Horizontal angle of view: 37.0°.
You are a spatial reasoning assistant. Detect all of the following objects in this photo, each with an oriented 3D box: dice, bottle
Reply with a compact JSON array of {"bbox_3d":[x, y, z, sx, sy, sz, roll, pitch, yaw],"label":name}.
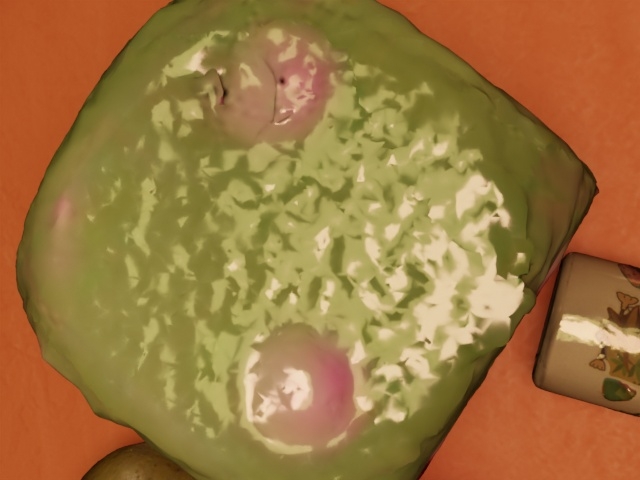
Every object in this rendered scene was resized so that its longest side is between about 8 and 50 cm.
[{"bbox_3d":[0.000,0.000,0.727,0.318,0.322,0.330,33,96,12],"label":"dice"},{"bbox_3d":[0.305,0.093,0.758,0.253,0.120,0.120,14,91,12],"label":"bottle"}]

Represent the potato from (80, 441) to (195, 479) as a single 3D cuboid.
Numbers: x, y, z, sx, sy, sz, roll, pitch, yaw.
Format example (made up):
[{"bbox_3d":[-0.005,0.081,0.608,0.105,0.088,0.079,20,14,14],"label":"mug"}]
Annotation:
[{"bbox_3d":[-0.138,0.304,0.834,0.174,0.159,0.251,-15,71,38],"label":"potato"}]
